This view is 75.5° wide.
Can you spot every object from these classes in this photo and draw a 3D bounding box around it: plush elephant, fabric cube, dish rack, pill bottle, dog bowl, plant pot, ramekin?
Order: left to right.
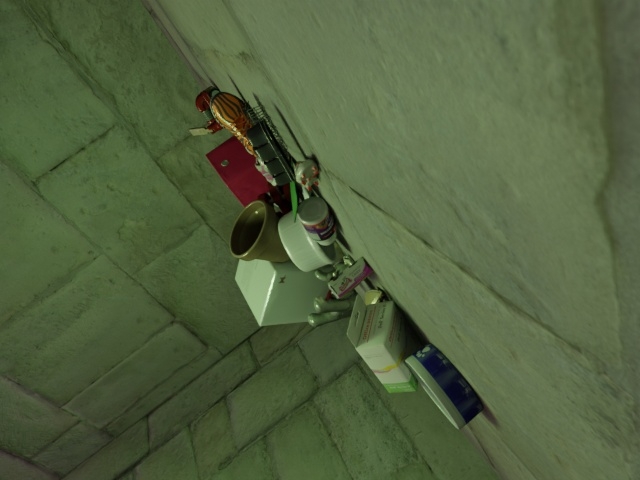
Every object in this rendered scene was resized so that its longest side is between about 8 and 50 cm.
[{"bbox_3d":[-0.391,-0.375,2.158,0.254,0.258,0.259,52,176,25],"label":"fabric cube"},{"bbox_3d":[-0.227,-0.013,1.786,0.229,0.263,0.263,27,-166,-38],"label":"plant pot"},{"bbox_3d":[-0.155,-0.303,1.237,0.272,0.074,0.208,-104,-12,-50],"label":"dish rack"},{"bbox_3d":[-0.055,-0.008,1.684,0.277,0.135,0.277,57,-164,-26],"label":"ramekin"},{"bbox_3d":[-0.004,-0.060,1.454,0.108,0.108,0.193,51,176,32],"label":"pill bottle"},{"bbox_3d":[0.086,0.205,1.846,0.272,0.329,0.256,92,165,-63],"label":"plush elephant"},{"bbox_3d":[0.403,0.475,1.362,0.265,0.104,0.265,53,176,5],"label":"dog bowl"}]

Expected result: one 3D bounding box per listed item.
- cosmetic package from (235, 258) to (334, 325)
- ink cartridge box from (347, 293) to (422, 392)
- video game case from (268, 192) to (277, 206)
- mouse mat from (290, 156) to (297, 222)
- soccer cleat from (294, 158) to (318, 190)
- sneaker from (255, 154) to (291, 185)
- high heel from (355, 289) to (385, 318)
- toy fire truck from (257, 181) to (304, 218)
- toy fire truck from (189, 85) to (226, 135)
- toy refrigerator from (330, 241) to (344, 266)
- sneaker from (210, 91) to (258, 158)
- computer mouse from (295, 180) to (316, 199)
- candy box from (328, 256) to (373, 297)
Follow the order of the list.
[{"bbox_3d":[-0.193,0.168,2.080,0.329,0.328,0.394,2,-150,-33],"label":"cosmetic package"},{"bbox_3d":[0.243,0.367,1.506,0.353,0.119,0.207,55,-144,-29],"label":"ink cartridge box"},{"bbox_3d":[-0.216,-0.236,1.997,0.011,0.122,0.087,-1,157,30],"label":"video game case"},{"bbox_3d":[-0.093,-0.171,1.419,0.153,0.007,0.190,109,154,-68],"label":"mouse mat"},{"bbox_3d":[-0.046,-0.192,1.144,0.076,0.068,0.196,56,179,5],"label":"soccer cleat"},{"bbox_3d":[-0.179,-0.278,1.506,0.111,0.103,0.252,32,170,-8],"label":"sneaker"},{"bbox_3d":[0.265,0.271,1.677,0.261,0.186,0.093,118,161,-56],"label":"high heel"},{"bbox_3d":[-0.161,-0.199,1.940,0.254,0.169,0.302,-93,-23,-45],"label":"toy fire truck"},{"bbox_3d":[-0.592,-0.653,2.162,0.217,0.246,0.158,56,175,-32],"label":"toy fire truck"},{"bbox_3d":[0.000,0.000,2.016,0.269,0.094,0.102,49,174,42],"label":"toy refrigerator"},{"bbox_3d":[-0.261,-0.408,1.532,0.180,0.125,0.321,44,-179,43],"label":"sneaker"},{"bbox_3d":[-0.049,-0.169,1.516,0.193,0.042,0.106,55,175,-13],"label":"computer mouse"},{"bbox_3d":[0.110,0.148,1.561,0.071,0.159,0.233,51,176,9],"label":"candy box"}]
